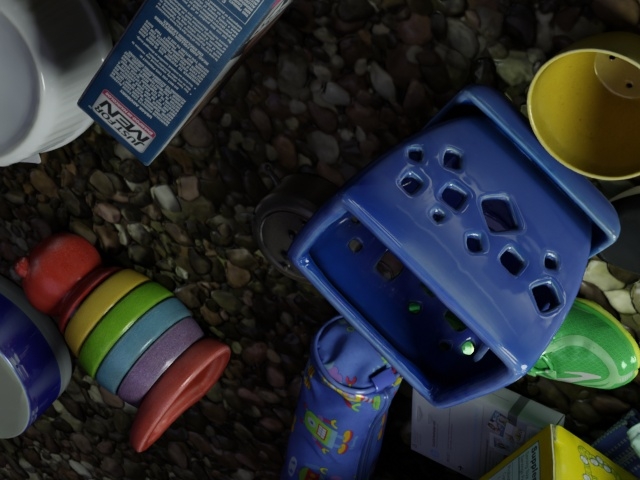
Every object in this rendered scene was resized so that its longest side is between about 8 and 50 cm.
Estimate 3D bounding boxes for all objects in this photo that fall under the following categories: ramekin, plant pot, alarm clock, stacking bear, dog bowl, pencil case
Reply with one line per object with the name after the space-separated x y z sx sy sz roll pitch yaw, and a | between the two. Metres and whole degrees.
-0.387 -0.207 1.485 0.272 0.127 0.273 7 117 14 | ramekin
0.136 0.000 1.255 0.236 0.212 0.236 45 158 1 | plant pot
0.000 0.000 1.500 0.192 0.064 0.129 28 136 7 | alarm clock
0.266 -0.137 1.173 0.134 0.095 0.134 18 134 20 | plant pot
-0.275 0.106 1.714 0.289 0.175 0.164 41 140 9 | stacking bear
-0.515 0.170 1.960 0.265 0.104 0.265 19 134 21 | dog bowl
0.028 0.233 1.629 0.133 0.119 0.306 41 141 27 | pencil case

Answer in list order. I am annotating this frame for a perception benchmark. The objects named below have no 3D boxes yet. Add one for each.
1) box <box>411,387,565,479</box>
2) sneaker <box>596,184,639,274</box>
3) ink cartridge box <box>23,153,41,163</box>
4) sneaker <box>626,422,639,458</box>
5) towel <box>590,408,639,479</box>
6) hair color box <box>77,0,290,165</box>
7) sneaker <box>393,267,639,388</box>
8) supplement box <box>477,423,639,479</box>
0.197 0.232 1.558 0.186 0.038 0.145 22 134 27 | box
0.377 0.022 1.210 0.283 0.124 0.107 8 129 29 | sneaker
-0.439 -0.163 1.660 0.104 0.060 0.180 6 128 29 | ink cartridge box
0.361 0.275 1.347 0.151 0.256 0.094 36 144 15 | sneaker
0.436 0.356 1.524 0.336 0.040 0.243 38 139 5 | towel
-0.096 -0.238 1.279 0.105 0.174 0.347 42 138 -5 | hair color box
0.199 0.115 1.411 0.295 0.123 0.109 13 131 24 | sneaker
0.217 0.410 1.466 0.195 0.194 0.356 34 125 -15 | supplement box
